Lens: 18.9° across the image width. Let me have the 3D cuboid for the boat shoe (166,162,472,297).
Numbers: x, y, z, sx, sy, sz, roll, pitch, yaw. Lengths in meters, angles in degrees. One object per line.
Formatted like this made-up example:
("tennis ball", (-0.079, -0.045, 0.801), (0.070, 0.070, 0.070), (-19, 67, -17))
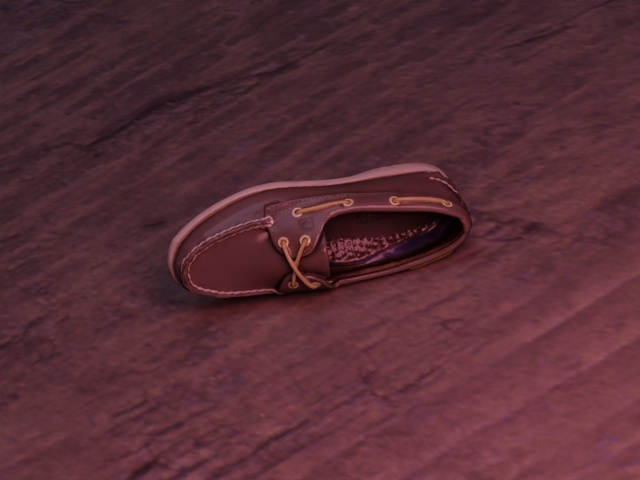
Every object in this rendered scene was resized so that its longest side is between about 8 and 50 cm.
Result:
("boat shoe", (0.000, 0.000, 2.040), (0.324, 0.117, 0.097), (-13, 28, -10))
